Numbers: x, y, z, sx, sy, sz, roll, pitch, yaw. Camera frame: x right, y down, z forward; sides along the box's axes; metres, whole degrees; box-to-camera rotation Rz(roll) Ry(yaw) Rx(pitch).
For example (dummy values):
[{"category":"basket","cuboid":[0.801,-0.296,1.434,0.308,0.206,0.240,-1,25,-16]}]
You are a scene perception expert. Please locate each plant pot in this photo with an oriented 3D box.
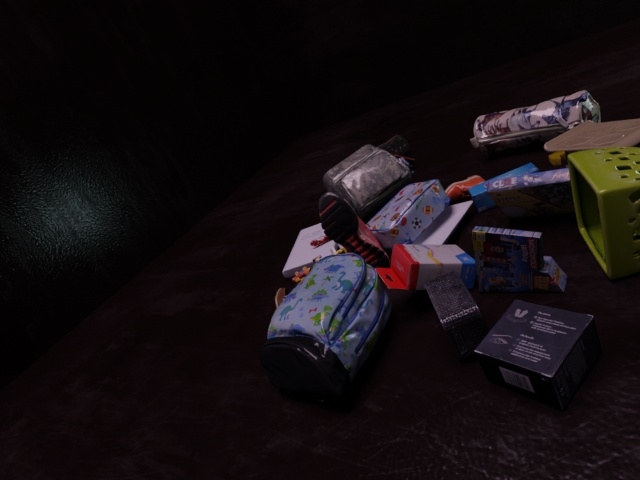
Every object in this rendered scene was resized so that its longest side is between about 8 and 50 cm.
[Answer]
[{"category":"plant pot","cuboid":[0.689,-0.082,0.980,0.207,0.227,0.228,-14,27,20]}]

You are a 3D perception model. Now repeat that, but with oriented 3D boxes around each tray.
[{"category":"tray","cuboid":[0.381,-0.031,1.447,0.145,0.030,0.270,-12,27,51]}]

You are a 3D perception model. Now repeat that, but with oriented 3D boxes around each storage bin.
[{"category":"storage bin","cuboid":[0.310,0.166,1.022,0.084,0.122,0.180,-25,23,11]}]

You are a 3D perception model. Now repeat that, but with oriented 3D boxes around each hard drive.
[{"category":"hard drive","cuboid":[-0.019,0.021,1.802,0.210,0.040,0.319,-19,25,21]}]

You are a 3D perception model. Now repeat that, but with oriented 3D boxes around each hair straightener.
[{"category":"hair straightener","cuboid":[0.307,-0.356,2.043,0.047,0.230,0.089,107,-178,-61]}]

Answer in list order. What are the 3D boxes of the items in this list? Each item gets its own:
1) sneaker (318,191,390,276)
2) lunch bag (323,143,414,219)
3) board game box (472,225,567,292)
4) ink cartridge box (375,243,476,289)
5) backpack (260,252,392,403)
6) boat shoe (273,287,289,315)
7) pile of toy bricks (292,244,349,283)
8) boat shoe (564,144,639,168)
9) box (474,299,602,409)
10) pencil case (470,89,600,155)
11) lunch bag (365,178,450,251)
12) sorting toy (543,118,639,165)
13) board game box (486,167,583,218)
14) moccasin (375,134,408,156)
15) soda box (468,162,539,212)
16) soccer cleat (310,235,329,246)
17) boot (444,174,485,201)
[{"category":"sneaker","cuboid":[0.097,-0.022,1.442,0.116,0.314,0.136,-36,11,10]},{"category":"lunch bag","cuboid":[0.204,-0.235,1.885,0.305,0.213,0.256,-35,40,-11]},{"category":"board game box","cuboid":[0.465,0.049,1.054,0.194,0.194,0.060,8,42,33]},{"category":"ink cartridge box","cuboid":[0.274,0.068,1.191,0.231,0.078,0.134,0,20,-12]},{"category":"backpack","cuboid":[0.031,0.200,1.162,0.355,0.273,0.290,-30,12,-38]},{"category":"boat shoe","cuboid":[-0.113,0.219,1.484,0.060,0.064,0.178,-19,31,11]},{"category":"pile of toy bricks","cuboid":[0.024,0.114,1.502,0.212,0.118,0.105,-33,61,6]},{"category":"boat shoe","cuboid":[0.864,-0.250,1.272,0.324,0.097,0.116,-3,33,46]},{"category":"box","cuboid":[0.411,0.208,0.857,0.158,0.093,0.156,-41,25,-23]},{"category":"pencil case","cuboid":[0.769,-0.417,1.648,0.410,0.160,0.183,-3,20,46]},{"category":"lunch bag","cuboid":[0.287,-0.087,1.551,0.303,0.115,0.243,-41,13,-18]},{"category":"sorting toy","cuboid":[0.741,-0.261,1.233,0.307,0.041,0.229,-28,22,-17]},{"category":"board game box","cuboid":[0.604,-0.124,1.230,0.243,0.165,0.042,-4,62,44]},{"category":"moccasin","cuboid":[0.276,-0.387,2.184,0.380,0.139,0.147,-47,2,-38]},{"category":"soda box","cuboid":[0.594,-0.170,1.457,0.210,0.067,0.071,-22,24,16]},{"category":"soccer cleat","cuboid":[0.000,0.000,1.736,0.083,0.029,0.035,-23,15,5]},{"category":"boot","cuboid":[0.508,-0.174,1.582,0.158,0.059,0.085,-28,28,1]}]
